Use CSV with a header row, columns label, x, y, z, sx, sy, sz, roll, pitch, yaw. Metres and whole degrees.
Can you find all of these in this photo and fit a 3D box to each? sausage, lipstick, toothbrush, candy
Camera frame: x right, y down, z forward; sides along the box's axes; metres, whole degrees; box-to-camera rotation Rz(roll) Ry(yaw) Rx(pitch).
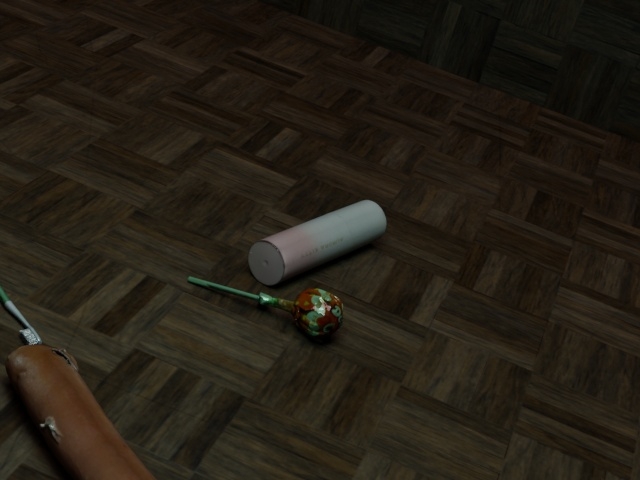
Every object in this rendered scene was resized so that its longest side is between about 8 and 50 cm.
label,x,y,z,sx,sy,sz,roll,pitch,yaw
sausage,-0.306,0.269,1.468,0.094,0.094,0.419,-42,51,-7
lipstick,0.000,0.000,2.106,0.087,0.087,0.327,33,33,27
toothbrush,-0.503,0.090,1.753,0.024,0.018,0.257,-14,41,-33
candy,-0.098,0.106,1.910,0.288,0.078,0.084,13,65,13
